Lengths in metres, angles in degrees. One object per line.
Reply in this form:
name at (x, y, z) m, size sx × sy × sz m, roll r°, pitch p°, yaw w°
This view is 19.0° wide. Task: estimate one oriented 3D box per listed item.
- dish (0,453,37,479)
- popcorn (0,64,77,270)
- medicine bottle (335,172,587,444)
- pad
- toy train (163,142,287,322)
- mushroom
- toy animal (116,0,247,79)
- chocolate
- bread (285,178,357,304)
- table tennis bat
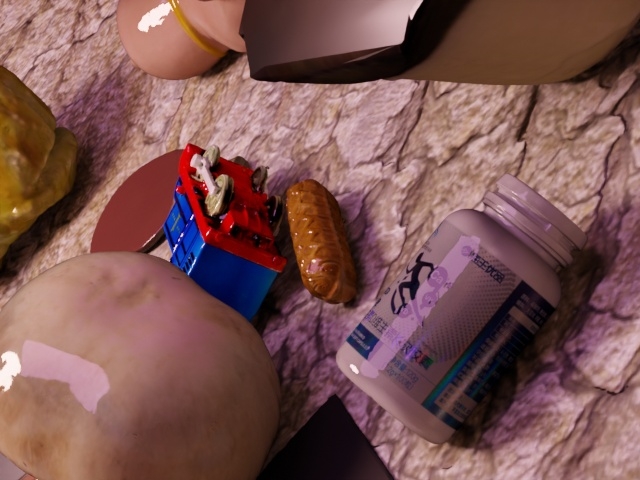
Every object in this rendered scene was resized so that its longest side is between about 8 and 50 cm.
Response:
dish at (-0.243, 0.180, 1.793) m, size 0.229 × 0.081 × 0.229 m, roll -38°, pitch 33°, yaw 30°
popcorn at (-0.421, -0.082, 2.179) m, size 0.276 × 0.225 × 0.276 m, roll -31°, pitch 38°, yaw 28°
medicine bottle at (0.108, 0.048, 1.415) m, size 0.191 × 0.107 × 0.107 m, roll -51°, pitch 29°, yaw 1°
pad at (-0.007, 0.256, 1.448) m, size 0.202 × 0.005 × 0.300 m, roll -48°, pitch 29°, yaw 5°
toy train at (-0.095, -0.006, 1.769) m, size 0.131 × 0.083 × 0.204 m, roll -63°, pitch 19°, yaw 15°
mushroom at (-0.163, 0.144, 1.594) m, size 0.260 × 0.254 × 0.234 m, roll -95°, pitch 13°, yaw -54°
toy animal at (-0.126, -0.260, 2.068) m, size 0.248 × 0.149 × 0.165 m, roll -37°, pitch 45°, yaw 45°
chocolate at (0.139, -0.256, 1.549) m, size 0.314 × 0.297 × 0.326 m, roll -8°, pitch 68°, yaw 60°
bread at (0.000, 0.000, 1.677) m, size 0.044 × 0.052 × 0.157 m, roll -43°, pitch 30°, yaw 18°
table tennis bat at (-0.159, -0.042, 1.988) m, size 0.246 × 0.022 × 0.138 m, roll -19°, pitch 43°, yaw 47°
